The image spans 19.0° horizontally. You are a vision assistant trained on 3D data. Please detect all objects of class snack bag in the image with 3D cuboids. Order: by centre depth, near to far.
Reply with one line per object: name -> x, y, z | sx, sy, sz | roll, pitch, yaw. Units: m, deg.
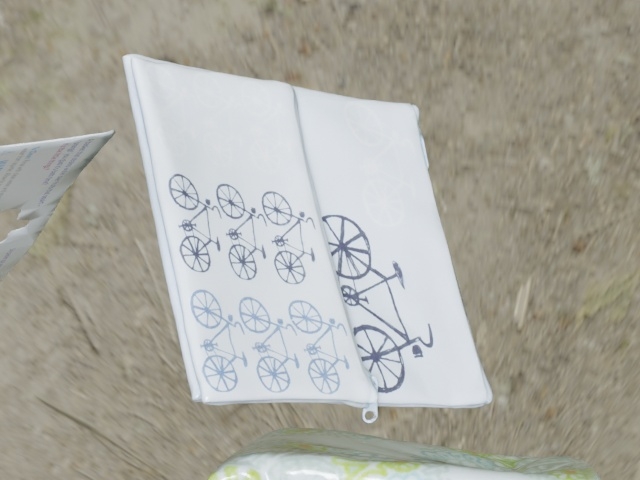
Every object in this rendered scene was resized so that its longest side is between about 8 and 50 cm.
snack bag -> 0.000, 0.000, 1.638 | 0.342, 0.037, 0.323 | 7, 59, -39

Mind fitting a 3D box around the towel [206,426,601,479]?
towel -> 0.091, 0.242, 1.871 | 0.374, 0.320, 0.090 | 4, 86, 6

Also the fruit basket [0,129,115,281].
fruit basket -> -0.322, 0.002, 1.046 | 0.353, 0.327, 0.165 | -14, 79, -24
